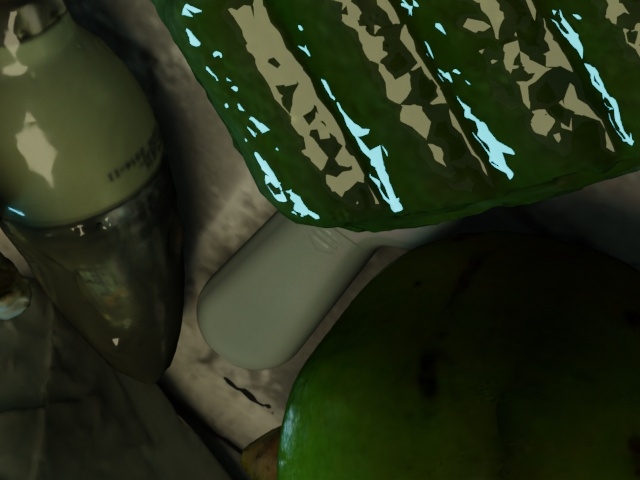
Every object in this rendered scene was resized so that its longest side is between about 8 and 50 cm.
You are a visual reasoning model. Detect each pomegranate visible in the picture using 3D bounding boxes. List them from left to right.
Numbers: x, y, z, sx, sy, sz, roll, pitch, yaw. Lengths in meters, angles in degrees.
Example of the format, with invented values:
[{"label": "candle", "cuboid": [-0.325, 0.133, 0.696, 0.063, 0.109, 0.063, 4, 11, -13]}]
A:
[{"label": "pomegranate", "cuboid": [0.063, 0.111, 0.866, 0.302, 0.236, 0.236, 0, 126, 50]}]

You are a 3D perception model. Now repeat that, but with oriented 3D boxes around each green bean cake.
[{"label": "green bean cake", "cuboid": [0.090, -0.123, 0.649, 0.247, 0.250, 0.156, -20, 113, 34]}]

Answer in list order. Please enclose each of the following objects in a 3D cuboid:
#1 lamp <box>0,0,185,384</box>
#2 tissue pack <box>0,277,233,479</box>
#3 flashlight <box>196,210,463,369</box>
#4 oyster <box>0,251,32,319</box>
[{"label": "lamp", "cuboid": [-0.124, -0.029, 0.918, 0.101, 0.101, 0.250, 2, 127, 24]}, {"label": "tissue pack", "cuboid": [-0.241, 0.213, 1.076, 0.380, 0.207, 0.297, -24, 110, 36]}, {"label": "flashlight", "cuboid": [0.000, 0.000, 0.917, 0.093, 0.047, 0.200, 37, 133, -3]}, {"label": "oyster", "cuboid": [-0.293, -0.052, 0.951, 0.396, 0.111, 0.204, -2, 113, 49]}]
